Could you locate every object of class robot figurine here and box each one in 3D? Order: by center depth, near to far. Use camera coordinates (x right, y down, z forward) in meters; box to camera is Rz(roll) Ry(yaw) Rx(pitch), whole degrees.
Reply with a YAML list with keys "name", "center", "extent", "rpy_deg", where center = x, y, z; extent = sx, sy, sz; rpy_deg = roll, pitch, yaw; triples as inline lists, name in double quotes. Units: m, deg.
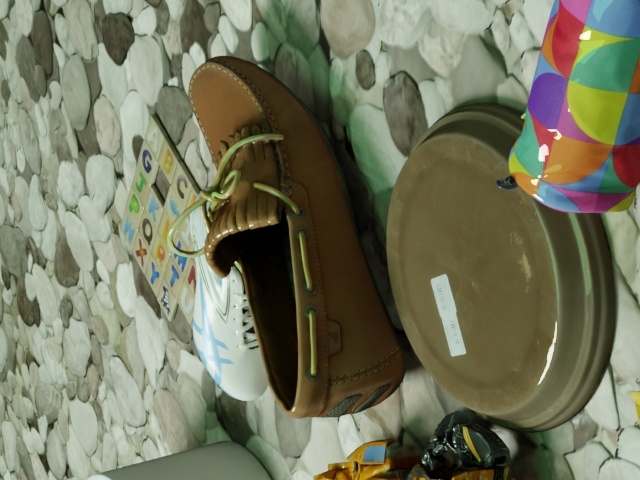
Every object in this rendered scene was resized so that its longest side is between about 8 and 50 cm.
- name: "robot figurine"
  center: [0.089, 0.262, 1.358]
  extent: [0.291, 0.085, 0.211]
  rpy_deg: [156, 108, -65]

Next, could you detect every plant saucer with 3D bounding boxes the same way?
- name: "plant saucer"
  center: [0.136, 0.026, 1.272]
  extent: [0.278, 0.041, 0.278]
  rpy_deg: [28, 124, 53]

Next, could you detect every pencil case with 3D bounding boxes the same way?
- name: "pencil case"
  center: [0.195, -0.130, 1.066]
  extent: [0.104, 0.104, 0.236]
  rpy_deg: [48, 136, 42]

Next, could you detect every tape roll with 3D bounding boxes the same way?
- name: "tape roll"
  center: [-0.153, 0.363, 1.738]
  extent: [0.246, 0.169, 0.246]
  rpy_deg: [25, 120, 53]

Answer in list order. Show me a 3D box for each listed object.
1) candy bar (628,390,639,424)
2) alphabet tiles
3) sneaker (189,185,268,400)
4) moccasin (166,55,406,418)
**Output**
- name: "candy bar"
  center: [0.264, 0.185, 1.129]
  extent: [0.040, 0.018, 0.162]
  rpy_deg: [-30, 73, 58]
- name: "alphabet tiles"
  center: [-0.170, 0.003, 1.806]
  extent: [0.237, 0.009, 0.198]
  rpy_deg: [58, 144, 32]
- name: "sneaker"
  center: [-0.086, 0.059, 1.613]
  extent: [0.086, 0.085, 0.237]
  rpy_deg: [10, 111, 50]
- name: "moccasin"
  center: [-0.053, -0.007, 1.445]
  extent: [0.139, 0.147, 0.380]
  rpy_deg: [-43, 59, 52]
